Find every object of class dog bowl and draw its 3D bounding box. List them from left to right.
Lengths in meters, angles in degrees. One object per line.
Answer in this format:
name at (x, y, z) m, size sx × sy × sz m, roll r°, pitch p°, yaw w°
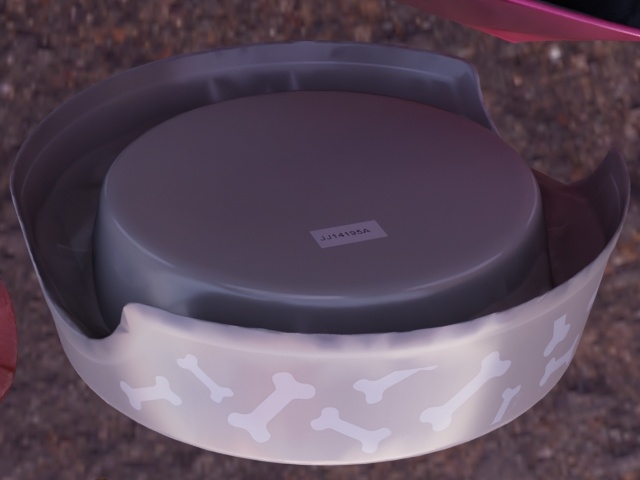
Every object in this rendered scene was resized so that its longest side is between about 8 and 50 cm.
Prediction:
dog bowl at (0.000, 0.000, 1.054) m, size 0.348 × 0.349 × 0.102 m, roll -2°, pitch 121°, yaw -3°

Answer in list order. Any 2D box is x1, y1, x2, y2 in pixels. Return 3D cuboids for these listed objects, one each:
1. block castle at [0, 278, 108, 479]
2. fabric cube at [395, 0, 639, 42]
block castle at (-0.118, 0.223, 0.471) m, size 0.303 × 0.453 × 0.213 m, roll -22°, pitch 158°, yaw -38°
fabric cube at (0.077, -0.263, 1.029) m, size 0.254 × 0.258 × 0.259 m, roll 16°, pitch 92°, yaw -15°
